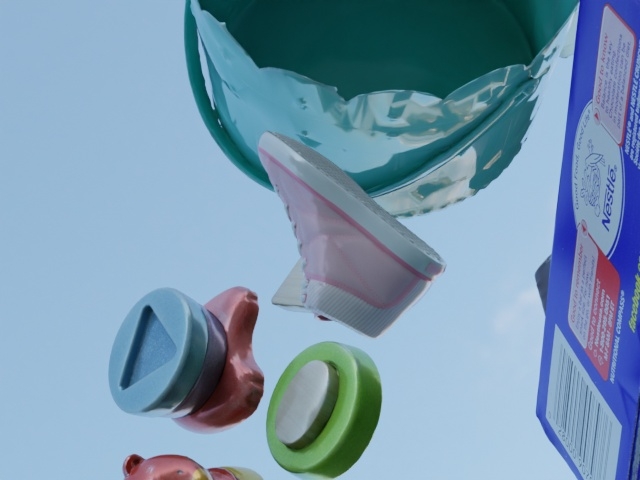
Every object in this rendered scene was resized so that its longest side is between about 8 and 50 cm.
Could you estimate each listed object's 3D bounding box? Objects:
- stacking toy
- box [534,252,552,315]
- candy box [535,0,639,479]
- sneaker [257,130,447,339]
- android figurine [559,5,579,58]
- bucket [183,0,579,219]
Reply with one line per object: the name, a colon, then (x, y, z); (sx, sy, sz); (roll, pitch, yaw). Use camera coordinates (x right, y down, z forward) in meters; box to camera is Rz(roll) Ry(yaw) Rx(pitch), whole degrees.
stacking toy: (-0.095, 0.138, 1.523); (0.130, 0.309, 0.279); (26, -55, -37)
box: (0.324, 0.064, 1.438); (0.203, 0.167, 0.168); (36, -70, -16)
candy box: (0.275, -0.015, 0.751); (0.317, 0.122, 0.268); (-8, -55, -12)
sneaker: (0.000, 0.000, 0.867); (0.070, 0.134, 0.051); (-55, -29, 13)
android figurine: (0.188, -0.201, 1.447); (0.248, 0.056, 0.273); (-30, -11, 1)
bucket: (0.038, -0.158, 1.093); (0.281, 0.281, 0.183); (-36, -24, -19)
